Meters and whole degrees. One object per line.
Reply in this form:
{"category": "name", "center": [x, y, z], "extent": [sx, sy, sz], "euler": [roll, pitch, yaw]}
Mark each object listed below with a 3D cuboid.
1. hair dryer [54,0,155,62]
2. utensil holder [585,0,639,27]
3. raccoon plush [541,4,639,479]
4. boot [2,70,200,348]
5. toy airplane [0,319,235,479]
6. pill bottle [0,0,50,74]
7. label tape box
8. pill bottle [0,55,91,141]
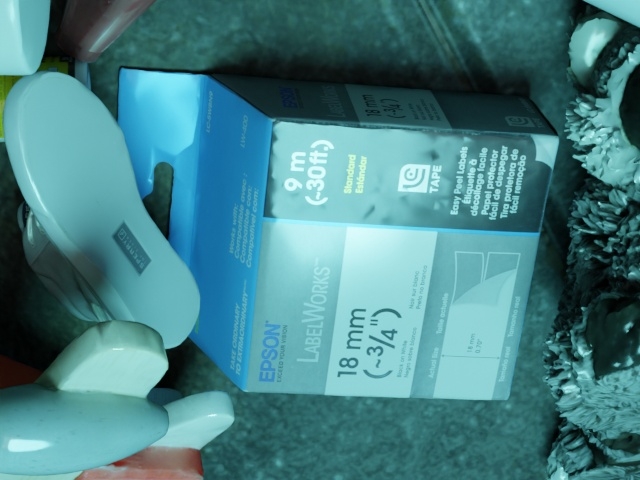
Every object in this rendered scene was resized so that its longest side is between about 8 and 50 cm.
{"category": "hair dryer", "center": [-0.172, -0.272, 1.029], "extent": [0.224, 0.080, 0.293], "euler": [-1, 112, 11]}
{"category": "utensil holder", "center": [0.308, -0.257, 0.902], "extent": [0.386, 0.327, 0.327], "euler": [23, 112, -3]}
{"category": "raccoon plush", "center": [0.238, 0.008, 1.170], "extent": [0.216, 0.299, 0.446], "euler": [5, 153, -21]}
{"category": "boot", "center": [-0.195, -0.020, 1.088], "extent": [0.123, 0.095, 0.258], "euler": [10, 137, 38]}
{"category": "toy airplane", "center": [-0.257, 0.188, 1.111], "extent": [0.385, 0.272, 0.386], "euler": [-4, 141, 14]}
{"category": "pill bottle", "center": [-0.350, -0.180, 0.963], "extent": [0.319, 0.176, 0.176], "euler": [1, 116, -1]}
{"category": "label tape box", "center": [0.000, 0.000, 1.150], "extent": [0.334, 0.106, 0.240], "euler": [3, 115, -8]}
{"category": "pill bottle", "center": [-0.234, -0.107, 1.091], "extent": [0.116, 0.065, 0.065], "euler": [-3, 116, -6]}
